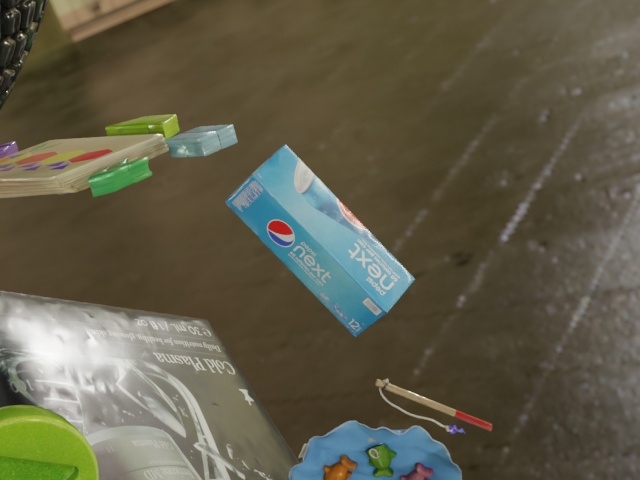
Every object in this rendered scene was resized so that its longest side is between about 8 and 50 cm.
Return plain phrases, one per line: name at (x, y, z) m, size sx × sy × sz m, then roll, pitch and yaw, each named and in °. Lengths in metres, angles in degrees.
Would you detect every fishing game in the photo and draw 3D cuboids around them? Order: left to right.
fishing game at (0.056, 0.265, 1.599) m, size 0.264 × 0.189 × 0.041 m, roll -59°, pitch 16°, yaw 27°

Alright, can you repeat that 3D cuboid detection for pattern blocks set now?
pattern blocks set at (-0.246, -0.066, 1.401) m, size 0.285 × 0.026 × 0.324 m, roll -24°, pitch 18°, yaw -36°

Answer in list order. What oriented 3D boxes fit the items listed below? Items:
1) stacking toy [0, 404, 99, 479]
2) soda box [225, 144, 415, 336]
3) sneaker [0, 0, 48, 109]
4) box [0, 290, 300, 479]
stacking toy at (-0.316, 0.246, 1.219) m, size 0.279 × 0.309 × 0.130 m, roll -20°, pitch 30°, yaw -19°
soda box at (0.000, 0.000, 1.678) m, size 0.067 × 0.210 × 0.071 m, roll -41°, pitch 4°, yaw 46°
sneaker at (-0.246, -0.129, 0.766) m, size 0.146 × 0.134 × 0.343 m, roll 28°, pitch 24°, yaw 13°
box at (-0.249, 0.336, 1.802) m, size 0.297 × 0.472 × 0.480 m, roll -44°, pitch -27°, yaw 20°
